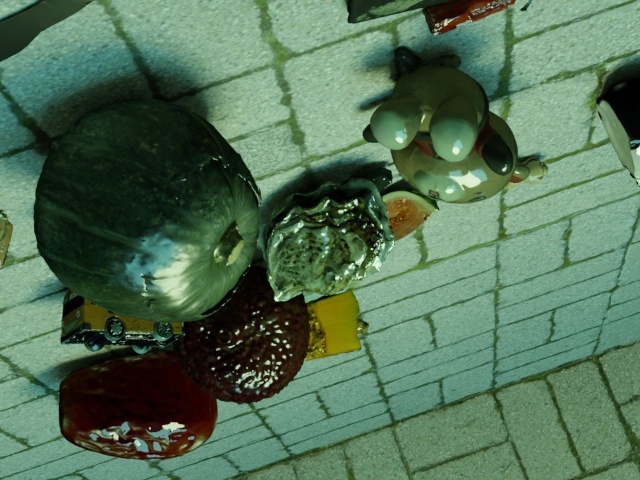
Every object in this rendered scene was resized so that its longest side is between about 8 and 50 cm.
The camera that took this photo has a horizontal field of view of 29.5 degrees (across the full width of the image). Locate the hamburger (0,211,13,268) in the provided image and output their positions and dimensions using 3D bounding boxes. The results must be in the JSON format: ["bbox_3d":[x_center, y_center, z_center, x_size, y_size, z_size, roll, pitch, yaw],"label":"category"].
[{"bbox_3d":[-0.526,0.032,1.774,0.176,0.102,0.087,-24,146,13],"label":"hamburger"}]

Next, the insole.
[{"bbox_3d":[-0.338,-0.244,1.390,0.188,0.004,0.064,-26,158,17],"label":"insole"}]

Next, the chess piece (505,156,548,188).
[{"bbox_3d":[0.333,-0.117,2.177,0.172,0.060,0.060,-11,157,-25],"label":"chess piece"}]

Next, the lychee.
[{"bbox_3d":[-0.141,0.170,2.219,0.261,0.260,0.260,-16,158,-7],"label":"lychee"}]

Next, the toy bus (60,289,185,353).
[{"bbox_3d":[-0.346,0.129,2.109,0.201,0.114,0.098,6,157,-36],"label":"toy bus"}]

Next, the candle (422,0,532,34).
[{"bbox_3d":[0.217,-0.312,1.621,0.162,0.048,0.053,-19,-172,-3],"label":"candle"}]

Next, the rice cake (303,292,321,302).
[{"bbox_3d":[-0.067,0.114,2.413,0.245,0.045,0.042,-24,158,11],"label":"rice cake"}]

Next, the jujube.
[{"bbox_3d":[-0.368,0.333,2.468,0.318,0.223,0.223,-1,154,-15],"label":"jujube"}]

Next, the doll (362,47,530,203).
[{"bbox_3d":[0.186,-0.160,1.818,0.235,0.174,0.330,7,163,18],"label":"doll"}]

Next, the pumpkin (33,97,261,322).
[{"bbox_3d":[-0.221,-0.035,1.640,0.291,0.257,0.328,-66,160,1],"label":"pumpkin"}]

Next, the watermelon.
[{"bbox_3d":[0.130,-0.055,2.144,0.069,0.087,0.163,37,126,-27],"label":"watermelon"}]

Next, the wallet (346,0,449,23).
[{"bbox_3d":[0.187,-0.350,1.510,0.321,0.044,0.170,-16,160,-6],"label":"wallet"}]

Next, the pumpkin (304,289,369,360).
[{"bbox_3d":[-0.006,0.179,2.472,0.248,0.130,0.126,-12,173,25],"label":"pumpkin"}]

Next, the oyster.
[{"bbox_3d":[0.000,0.000,2.037,0.268,0.198,0.112,-18,-160,30],"label":"oyster"}]

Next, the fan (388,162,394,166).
[{"bbox_3d":[0.173,-0.150,2.029,0.133,0.005,0.085,-24,158,12],"label":"fan"}]

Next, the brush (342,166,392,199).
[{"bbox_3d":[0.030,-0.037,2.133,0.070,0.051,0.323,-11,155,-36],"label":"brush"}]

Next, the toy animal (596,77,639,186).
[{"bbox_3d":[0.591,-0.212,2.003,0.235,0.165,0.187,-19,141,8],"label":"toy animal"}]
